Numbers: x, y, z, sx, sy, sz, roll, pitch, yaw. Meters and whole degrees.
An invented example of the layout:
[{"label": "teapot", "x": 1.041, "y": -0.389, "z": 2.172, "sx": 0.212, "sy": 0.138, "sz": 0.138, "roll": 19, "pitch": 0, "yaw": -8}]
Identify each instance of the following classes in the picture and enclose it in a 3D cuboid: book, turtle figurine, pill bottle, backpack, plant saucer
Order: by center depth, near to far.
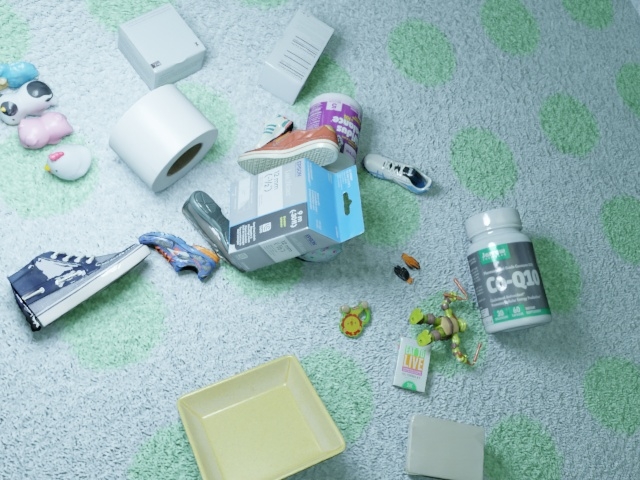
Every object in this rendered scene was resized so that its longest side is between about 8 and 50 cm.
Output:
[{"label": "plant saucer", "x": -0.150, "y": 0.471, "z": 1.531, "sx": 0.333, "sy": 0.081, "sz": 0.332, "roll": -18, "pitch": 40, "yaw": -18}, {"label": "backpack", "x": 0.000, "y": 0.000, "z": 1.762, "sx": 0.152, "sy": 0.182, "sz": 0.115, "roll": -4, "pitch": 74, "yaw": -21}, {"label": "book", "x": 0.266, "y": 0.364, "z": 1.819, "sx": 0.096, "sy": 0.035, "sz": 0.144, "roll": 16, "pitch": 69, "yaw": -9}, {"label": "turtle figurine", "x": 0.366, "y": 0.245, "z": 1.857, "sx": 0.217, "sy": 0.087, "sz": 0.269, "roll": 4, "pitch": 72, "yaw": -36}, {"label": "pill bottle", "x": 0.029, "y": -0.278, "z": 1.872, "sx": 0.169, "sy": 0.169, "sz": 0.301, "roll": 14, "pitch": 69, "yaw": -14}, {"label": "pill bottle", "x": 0.568, "y": 0.096, "z": 1.915, "sx": 0.204, "sy": 0.204, "sz": 0.361, "roll": -5, "pitch": 74, "yaw": -20}]

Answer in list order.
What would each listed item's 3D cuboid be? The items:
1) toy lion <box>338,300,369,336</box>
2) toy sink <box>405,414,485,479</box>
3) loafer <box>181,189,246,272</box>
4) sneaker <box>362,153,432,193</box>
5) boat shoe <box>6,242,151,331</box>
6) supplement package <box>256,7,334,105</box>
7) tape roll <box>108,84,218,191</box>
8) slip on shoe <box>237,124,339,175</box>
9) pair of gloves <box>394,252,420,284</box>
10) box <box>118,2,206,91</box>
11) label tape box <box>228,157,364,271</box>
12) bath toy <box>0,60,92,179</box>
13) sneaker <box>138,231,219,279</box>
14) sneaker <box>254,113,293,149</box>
[{"label": "toy lion", "x": 0.099, "y": 0.231, "z": 1.806, "sx": 0.100, "sy": 0.034, "sz": 0.096, "roll": -10, "pitch": 83, "yaw": -22}, {"label": "toy sink", "x": 0.317, "y": 0.575, "z": 1.710, "sx": 0.234, "sy": 0.131, "sz": 0.152, "roll": 15, "pitch": 68, "yaw": -19}, {"label": "loafer", "x": -0.285, "y": -0.016, "z": 1.739, "sx": 0.267, "sy": 0.084, "sz": 0.096, "roll": 53, "pitch": 33, "yaw": -1}, {"label": "sneaker", "x": 0.248, "y": -0.221, "z": 1.976, "sx": 0.237, "sy": 0.086, "sz": 0.085, "roll": 22, "pitch": 68, "yaw": -9}, {"label": "boat shoe", "x": -0.608, "y": 0.069, "z": 1.557, "sx": 0.340, "sy": 0.127, "sz": 0.158, "roll": -37, "pitch": 94, "yaw": -25}, {"label": "supplement package", "x": -0.079, "y": -0.575, "z": 1.951, "sx": 0.134, "sy": 0.139, "sz": 0.244, "roll": 29, "pitch": 67, "yaw": -7}, {"label": "tape roll", "x": -0.421, "y": -0.275, "z": 1.675, "sx": 0.169, "sy": 0.246, "sz": 0.246, "roll": 46, "pitch": 64, "yaw": -1}, {"label": "slip on shoe", "x": -0.091, "y": -0.253, "z": 1.771, "sx": 0.123, "sy": 0.331, "sz": 0.101, "roll": 43, "pitch": 47, "yaw": -46}, {"label": "pair of gloves", "x": 0.268, "y": 0.086, "z": 1.921, "sx": 0.074, "sy": 0.010, "sz": 0.083, "roll": 38, "pitch": 67, "yaw": -5}, {"label": "box", "x": -0.467, "y": -0.565, "z": 1.824, "sx": 0.181, "sy": 0.119, "sz": 0.182, "roll": -36, "pitch": 87, "yaw": -26}, {"label": "label tape box", "x": -0.071, "y": -0.087, "z": 1.662, "sx": 0.348, "sy": 0.115, "sz": 0.249, "roll": -19, "pitch": 51, "yaw": 19}, {"label": "bath toy", "x": -0.747, "y": -0.308, "z": 1.639, "sx": 0.151, "sy": 0.129, "sz": 0.348, "roll": -36, "pitch": 85, "yaw": 9}, {"label": "sneaker", "x": -0.387, "y": 0.039, "z": 1.675, "sx": 0.221, "sy": 0.083, "sz": 0.087, "roll": 22, "pitch": 74, "yaw": -8}, {"label": "sneaker", "x": -0.157, "y": -0.327, "z": 1.895, "sx": 0.075, "sy": 0.057, "sz": 0.161, "roll": 38, "pitch": 65, "yaw": 15}]
